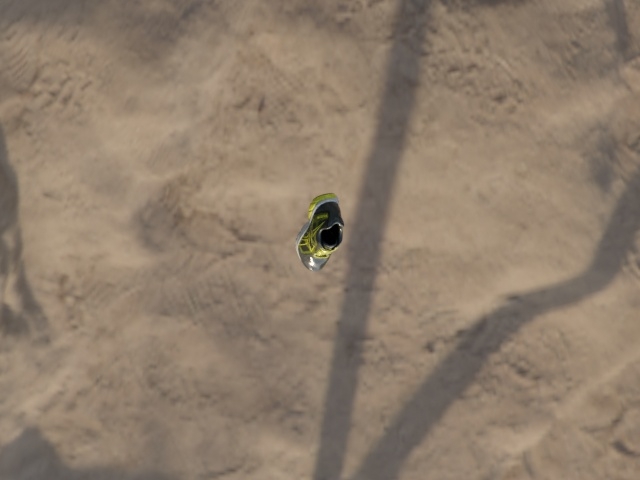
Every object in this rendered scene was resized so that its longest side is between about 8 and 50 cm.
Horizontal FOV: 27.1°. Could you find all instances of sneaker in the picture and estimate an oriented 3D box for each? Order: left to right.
[{"bbox_3d":[0.000,0.000,1.096,0.031,0.035,0.083,-6,138,-16],"label":"sneaker"}]
